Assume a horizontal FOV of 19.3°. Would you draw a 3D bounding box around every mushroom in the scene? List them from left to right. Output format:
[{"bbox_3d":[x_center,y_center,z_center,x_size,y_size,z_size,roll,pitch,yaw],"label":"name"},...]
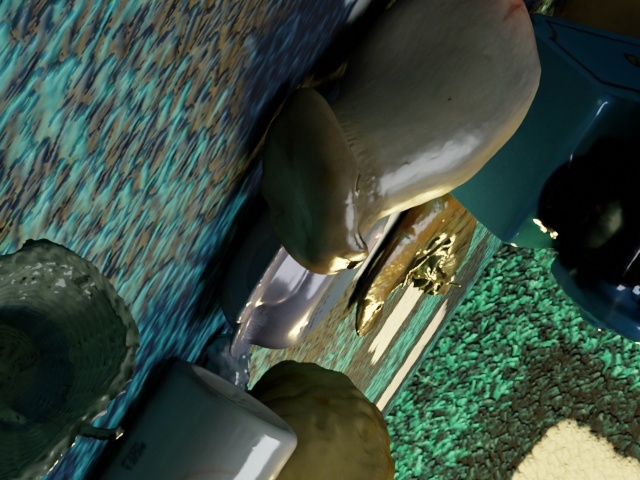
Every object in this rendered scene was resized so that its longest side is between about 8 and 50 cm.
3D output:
[{"bbox_3d":[0.043,-0.062,0.913,0.212,0.088,0.097,-46,180,-42],"label":"mushroom"}]

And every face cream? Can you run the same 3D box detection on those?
[{"bbox_3d":[-0.114,0.194,0.986,0.269,0.082,0.082,-58,172,2],"label":"face cream"}]

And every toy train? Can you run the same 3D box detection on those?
[{"bbox_3d":[0.255,-0.050,1.499,0.300,0.265,0.188,5,124,-51],"label":"toy train"}]

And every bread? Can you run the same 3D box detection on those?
[{"bbox_3d":[-0.040,0.187,1.166,0.244,0.134,0.244,-49,176,-4],"label":"bread"}]

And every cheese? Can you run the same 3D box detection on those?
[{"bbox_3d":[0.000,0.000,1.026,0.135,0.052,0.244,-56,174,14],"label":"cheese"}]

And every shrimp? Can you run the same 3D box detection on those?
[{"bbox_3d":[0.080,0.030,1.677,0.169,0.058,0.296,-47,166,-16],"label":"shrimp"}]

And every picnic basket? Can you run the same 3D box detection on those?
[{"bbox_3d":[-0.094,0.038,0.571,0.083,0.065,0.083,-46,-168,-14],"label":"picnic basket"}]

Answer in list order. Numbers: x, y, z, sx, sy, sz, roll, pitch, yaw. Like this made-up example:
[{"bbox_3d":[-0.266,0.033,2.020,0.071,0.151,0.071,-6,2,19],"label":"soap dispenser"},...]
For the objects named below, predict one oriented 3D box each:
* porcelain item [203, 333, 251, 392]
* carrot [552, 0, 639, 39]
[{"bbox_3d":[-0.055,0.076,1.088,0.083,0.028,0.036,99,8,-69],"label":"porcelain item"},{"bbox_3d":[0.287,-0.155,1.771,0.196,0.196,0.254,-57,165,4],"label":"carrot"}]
